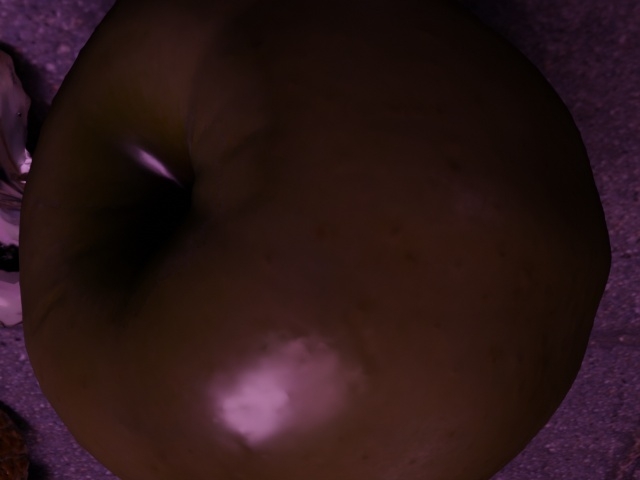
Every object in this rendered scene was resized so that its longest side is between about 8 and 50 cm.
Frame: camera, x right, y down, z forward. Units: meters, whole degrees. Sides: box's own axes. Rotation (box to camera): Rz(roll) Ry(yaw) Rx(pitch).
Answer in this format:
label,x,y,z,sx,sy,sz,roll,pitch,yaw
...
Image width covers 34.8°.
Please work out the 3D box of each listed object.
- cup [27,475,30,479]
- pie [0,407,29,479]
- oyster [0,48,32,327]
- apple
label,x,y,z,sx,sy,sz,roll,pitch,yaw
cup,-0.529,0.390,1.396,0.280,0.196,0.196,15,134,-8
pie,-0.461,0.277,1.294,0.079,0.163,0.193,-20,122,31
oyster,-0.329,-0.030,1.012,0.238,0.114,0.351,-25,137,11
apple,0.000,0.000,0.812,0.474,0.473,0.473,-1,137,-1
